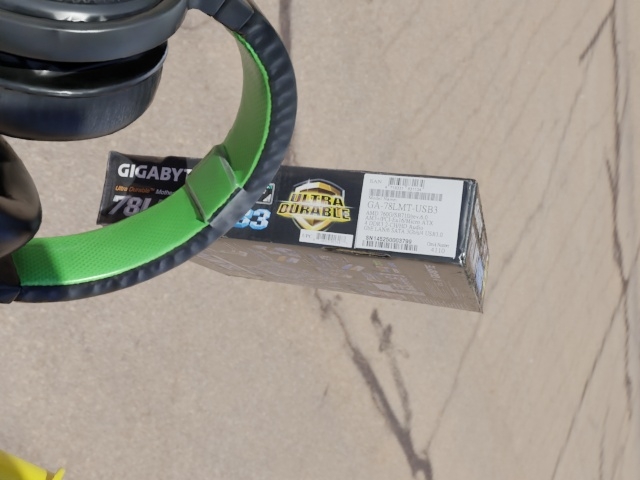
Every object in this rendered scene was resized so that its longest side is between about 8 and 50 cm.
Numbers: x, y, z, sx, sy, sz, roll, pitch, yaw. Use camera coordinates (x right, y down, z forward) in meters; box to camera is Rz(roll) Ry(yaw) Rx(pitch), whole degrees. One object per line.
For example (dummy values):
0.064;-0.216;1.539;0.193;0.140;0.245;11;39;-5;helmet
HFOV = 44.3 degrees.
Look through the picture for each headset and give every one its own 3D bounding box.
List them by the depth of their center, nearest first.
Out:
-0.188;-0.094;0.408;0.243;0.185;0.394;-45;147;19;headset

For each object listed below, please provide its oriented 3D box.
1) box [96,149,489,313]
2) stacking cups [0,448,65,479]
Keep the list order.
0.000;0.000;0.719;0.295;0.293;0.073;39;60;-71;box
-0.359;0.150;0.596;0.096;0.316;0.096;-58;-171;15;stacking cups
